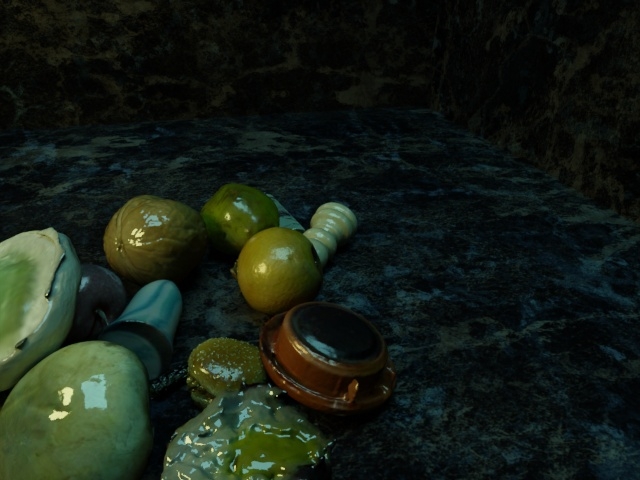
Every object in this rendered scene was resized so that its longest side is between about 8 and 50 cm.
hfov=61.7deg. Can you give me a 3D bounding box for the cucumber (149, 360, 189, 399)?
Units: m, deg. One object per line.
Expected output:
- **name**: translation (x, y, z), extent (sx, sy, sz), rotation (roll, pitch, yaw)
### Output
- **cucumber**: translation (-0.360, 0.341, 1.341), extent (0.053, 0.053, 0.181), rotation (25, 34, 33)

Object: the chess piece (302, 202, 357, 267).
- **chess piece**: translation (0.000, 0.000, 1.870), extent (0.167, 0.167, 0.299), rotation (15, 36, 20)

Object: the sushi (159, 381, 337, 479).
- **sushi**: translation (-0.120, 0.451, 0.922), extent (0.281, 0.294, 0.299), rotation (16, 33, 23)

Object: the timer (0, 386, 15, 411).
- **timer**: translation (-0.726, 0.389, 1.220), extent (0.128, 0.047, 0.140), rotation (-19, 37, -36)

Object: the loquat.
- **loquat**: translation (-0.129, 0.093, 1.570), extent (0.275, 0.275, 0.275), rotation (2, 30, -1)

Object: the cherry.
- **cherry**: translation (-0.647, 0.172, 1.441), extent (0.285, 0.213, 0.236), rotation (16, 25, 37)

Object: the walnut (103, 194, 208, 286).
- **walnut**: translation (-0.508, 0.003, 1.679), extent (0.333, 0.333, 0.333), rotation (2, 30, -1)

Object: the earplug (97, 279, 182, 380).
- **earplug**: translation (-0.455, 0.204, 1.452), extent (0.185, 0.185, 0.324), rotation (2, 26, -2)

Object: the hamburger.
- **hamburger**: translation (-0.214, 0.325, 1.306), extent (0.215, 0.122, 0.189), rotation (20, 30, 21)

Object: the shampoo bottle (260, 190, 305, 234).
- **shampoo bottle**: translation (-0.190, -0.088, 2.070), extent (0.134, 0.078, 0.359), rotation (-17, 36, -21)

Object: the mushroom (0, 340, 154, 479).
- **mushroom**: translation (-0.468, 0.365, 1.057), extent (0.352, 0.352, 0.260), rotation (32, -3, 40)

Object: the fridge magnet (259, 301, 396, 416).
- **fridge magnet**: translation (0.024, 0.282, 1.347), extent (0.364, 0.155, 0.363), rotation (16, 25, -8)

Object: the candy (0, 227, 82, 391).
- **candy**: translation (-0.711, 0.150, 1.233), extent (0.386, 0.186, 0.427), rotation (-12, 48, 13)

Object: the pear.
- **pear**: translation (-0.281, -0.069, 1.864), extent (0.269, 0.269, 0.321), rotation (-15, 34, -29)
